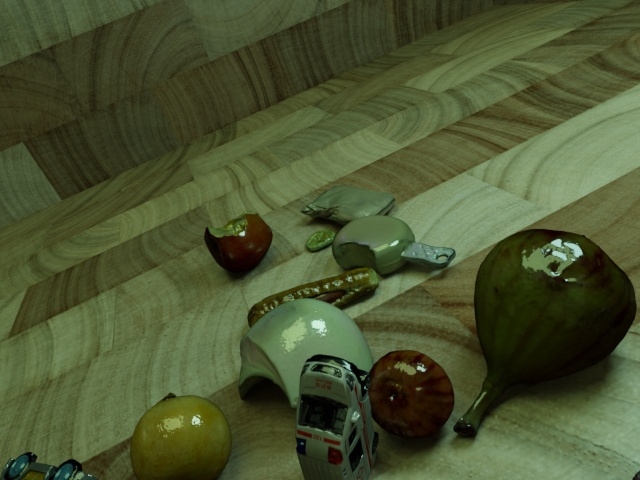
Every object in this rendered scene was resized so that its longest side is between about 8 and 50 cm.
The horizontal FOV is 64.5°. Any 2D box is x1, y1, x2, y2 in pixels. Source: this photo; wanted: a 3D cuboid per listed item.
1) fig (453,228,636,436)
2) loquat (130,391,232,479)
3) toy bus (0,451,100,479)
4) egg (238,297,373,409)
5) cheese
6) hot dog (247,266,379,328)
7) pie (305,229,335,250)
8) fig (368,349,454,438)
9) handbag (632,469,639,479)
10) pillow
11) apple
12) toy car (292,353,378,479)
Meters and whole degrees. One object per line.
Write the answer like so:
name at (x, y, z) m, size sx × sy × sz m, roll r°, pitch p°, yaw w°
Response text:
fig at (0.280, 0.137, 0.725) m, size 0.321 × 0.217 × 0.217 m, roll -50°, pitch 33°, yaw -5°
loquat at (-0.211, 0.313, 0.774) m, size 0.163 × 0.163 × 0.137 m, roll -36°, pitch -5°, yaw -23°
toy bus at (-0.409, 0.415, 0.764) m, size 0.210 × 0.126 × 0.136 m, roll -6°, pitch 41°, yaw 27°
egg at (-0.038, 0.179, 0.865) m, size 0.271 × 0.161 × 0.206 m, roll 10°, pitch 43°, yaw 43°
cheese at (0.156, 0.016, 1.096) m, size 0.286 × 0.082 × 0.163 m, roll 14°, pitch 45°, yaw 46°
hot dog at (-0.018, 0.118, 1.059) m, size 0.289 × 0.068 × 0.083 m, roll -21°, pitch 21°, yaw 5°
pie at (0.001, -0.001, 1.298) m, size 0.084 × 0.021 × 0.084 m, roll -21°, pitch 27°, yaw 11°
fig at (0.125, 0.218, 0.741) m, size 0.128 × 0.128 × 0.150 m, roll -24°, pitch 0°, yaw -4°
handbag at (0.462, 0.239, 0.502) m, size 0.203 × 0.074 × 0.216 m, roll -33°, pitch 30°, yaw -20°
pillow at (0.070, -0.094, 1.362) m, size 0.173 × 0.067 × 0.270 m, roll -34°, pitch 30°, yaw -31°
apple at (-0.203, 0.003, 1.313) m, size 0.158 × 0.147 × 0.156 m, roll -27°, pitch -6°, yaw -29°
toy car at (0.015, 0.248, 0.659) m, size 0.090 × 0.209 × 0.108 m, roll 9°, pitch 38°, yaw 26°
